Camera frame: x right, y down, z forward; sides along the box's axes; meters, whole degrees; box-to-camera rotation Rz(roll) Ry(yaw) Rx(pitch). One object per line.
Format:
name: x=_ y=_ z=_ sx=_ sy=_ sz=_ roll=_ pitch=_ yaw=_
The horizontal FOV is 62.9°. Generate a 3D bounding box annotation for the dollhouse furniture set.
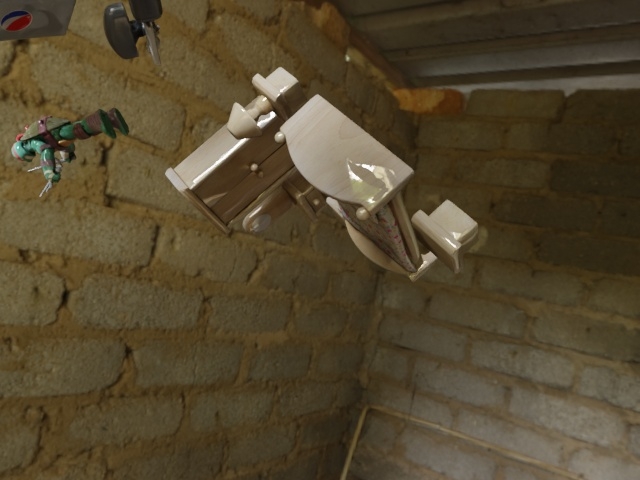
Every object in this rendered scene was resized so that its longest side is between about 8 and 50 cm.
dollhouse furniture set: x=0.000 y=0.000 z=0.608 sx=0.355 sy=0.174 sz=0.303 roll=46 pitch=-4 yaw=32

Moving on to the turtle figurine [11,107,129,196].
turtle figurine: x=-0.490 y=-0.179 z=0.986 sx=0.234 sy=0.118 sz=0.175 roll=-23 pitch=33 yaw=7

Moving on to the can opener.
can opener: x=-0.291 y=-0.361 z=0.781 sx=0.095 sy=0.075 sz=0.283 roll=-20 pitch=-12 yaw=-13

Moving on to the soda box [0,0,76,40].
soda box: x=-0.514 y=-0.350 z=0.754 sx=0.286 sy=0.091 sz=0.098 roll=-30 pitch=-3 yaw=-43
